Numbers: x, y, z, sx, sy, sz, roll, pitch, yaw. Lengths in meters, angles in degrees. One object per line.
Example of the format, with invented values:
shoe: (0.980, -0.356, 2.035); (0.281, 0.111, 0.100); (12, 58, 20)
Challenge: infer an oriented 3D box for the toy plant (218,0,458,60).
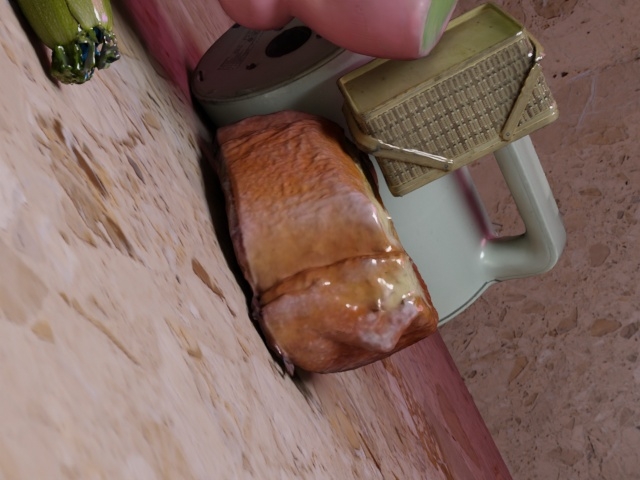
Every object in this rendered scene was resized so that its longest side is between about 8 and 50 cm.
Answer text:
toy plant: (-0.042, -0.280, 0.965); (0.317, 0.356, 0.211); (-49, 152, -65)

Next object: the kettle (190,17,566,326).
kettle: (0.061, -0.084, 1.181); (0.205, 0.265, 0.318); (-100, 164, -59)

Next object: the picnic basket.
picnic basket: (0.101, -0.116, 0.982); (0.079, 0.164, 0.115); (62, 6, -24)

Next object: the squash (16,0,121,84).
squash: (-0.163, -0.173, 0.686); (0.183, 0.052, 0.052); (62, 6, 7)

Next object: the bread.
bread: (0.006, 0.010, 0.958); (0.190, 0.123, 0.244); (60, 8, -32)
